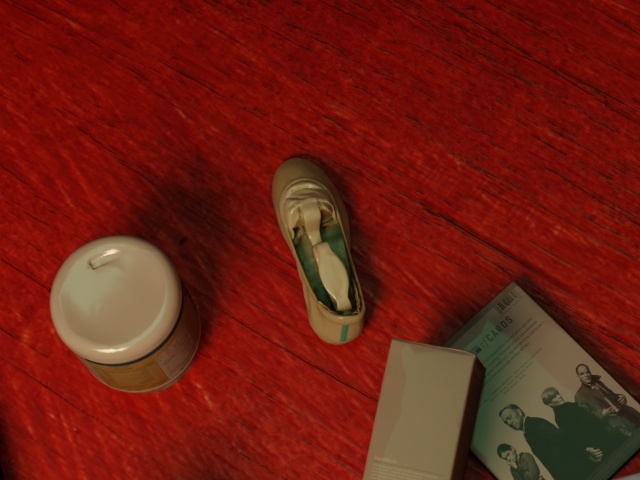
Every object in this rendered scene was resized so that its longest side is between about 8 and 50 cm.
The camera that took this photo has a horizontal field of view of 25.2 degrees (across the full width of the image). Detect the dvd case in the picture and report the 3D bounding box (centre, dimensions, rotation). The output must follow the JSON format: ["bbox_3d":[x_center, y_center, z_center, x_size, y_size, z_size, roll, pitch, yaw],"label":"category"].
[{"bbox_3d":[0.240,0.187,1.623,0.179,0.029,0.239,-41,71,-10],"label":"dvd case"}]

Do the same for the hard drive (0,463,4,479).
[{"bbox_3d":[-0.458,0.332,1.579,0.236,0.064,0.339,-19,57,-4],"label":"hard drive"}]

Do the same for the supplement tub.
[{"bbox_3d":[-0.213,0.089,1.607,0.144,0.200,0.144,-1,71,4],"label":"supplement tub"}]

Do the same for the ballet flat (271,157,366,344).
[{"bbox_3d":[0.000,0.000,1.684,0.086,0.086,0.248,-18,69,-2],"label":"ballet flat"}]

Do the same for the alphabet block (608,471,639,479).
[{"bbox_3d":[0.391,0.335,1.470,0.192,0.193,0.197,-17,70,1],"label":"alphabet block"}]

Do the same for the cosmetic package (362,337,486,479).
[{"bbox_3d":[0.107,0.234,1.548,0.107,0.127,0.238,13,83,14],"label":"cosmetic package"}]
